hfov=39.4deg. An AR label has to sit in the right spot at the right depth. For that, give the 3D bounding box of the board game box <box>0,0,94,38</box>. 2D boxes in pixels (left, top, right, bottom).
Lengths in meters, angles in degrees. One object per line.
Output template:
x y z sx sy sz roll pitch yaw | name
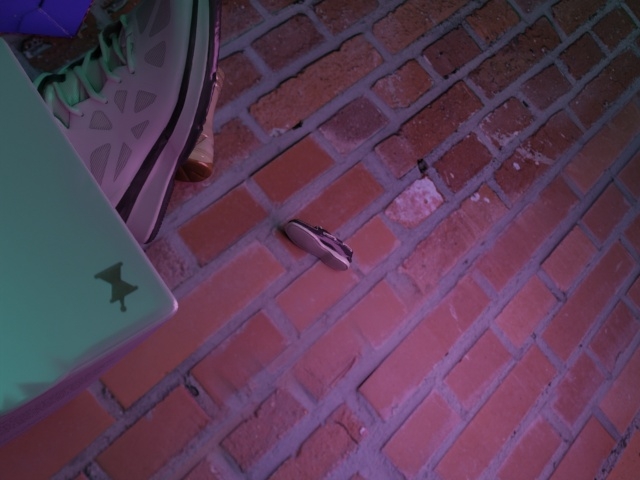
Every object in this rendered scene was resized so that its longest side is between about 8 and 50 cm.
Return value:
-0.404 -0.472 1.252 0.141 0.232 0.290 -3 71 -33 | board game box

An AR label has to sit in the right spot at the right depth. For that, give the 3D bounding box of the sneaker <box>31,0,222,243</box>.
-0.281 -0.174 1.077 0.258 0.447 0.169 10 44 -20 | sneaker

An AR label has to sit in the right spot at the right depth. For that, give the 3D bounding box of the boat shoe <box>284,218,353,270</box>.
0.000 0.000 1.399 0.125 0.046 0.038 33 56 -18 | boat shoe

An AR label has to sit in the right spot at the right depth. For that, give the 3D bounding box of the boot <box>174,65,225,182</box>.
-0.266 -0.217 1.306 0.262 0.095 0.203 19 61 -25 | boot

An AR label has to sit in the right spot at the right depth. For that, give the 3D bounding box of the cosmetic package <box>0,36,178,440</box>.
-0.416 0.068 0.907 0.329 0.394 0.327 -31 87 -37 | cosmetic package
